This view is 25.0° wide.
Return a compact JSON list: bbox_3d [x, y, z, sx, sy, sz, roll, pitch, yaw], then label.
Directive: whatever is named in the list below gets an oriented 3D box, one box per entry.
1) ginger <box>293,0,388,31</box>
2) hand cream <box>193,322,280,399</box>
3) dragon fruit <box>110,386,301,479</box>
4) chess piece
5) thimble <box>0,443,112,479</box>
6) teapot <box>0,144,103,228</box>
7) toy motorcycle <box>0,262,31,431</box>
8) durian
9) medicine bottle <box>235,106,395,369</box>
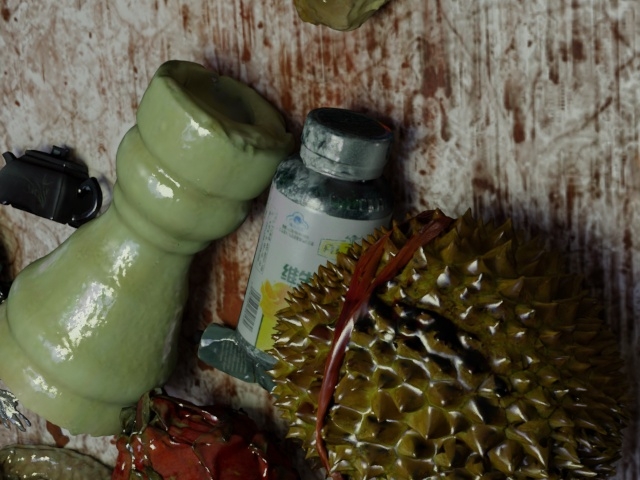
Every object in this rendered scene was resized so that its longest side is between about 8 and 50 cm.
[{"bbox_3d":[0.004,-0.347,1.567,0.275,0.130,0.221,28,124,31],"label":"ginger"},{"bbox_3d":[-0.056,0.171,1.772,0.248,0.052,0.075,28,116,24],"label":"hand cream"},{"bbox_3d":[-0.146,0.316,1.748,0.244,0.244,0.299,-28,95,34],"label":"dragon fruit"},{"bbox_3d":[-0.210,0.007,1.747,0.234,0.234,0.442,43,116,17],"label":"chess piece"},{"bbox_3d":[-0.378,0.381,1.943,0.229,0.196,0.148,13,109,29],"label":"thimble"},{"bbox_3d":[-0.355,-0.077,1.894,0.177,0.087,0.096,17,87,28],"label":"teapot"},{"bbox_3d":[-0.500,0.091,1.954,0.401,0.207,0.134,57,153,4],"label":"toy motorcycle"},{"bbox_3d":[0.133,0.142,1.499,0.384,0.347,0.348,11,110,-3],"label":"durian"},{"bbox_3d":[0.000,0.000,1.641,0.141,0.141,0.293,25,114,26],"label":"medicine bottle"}]
